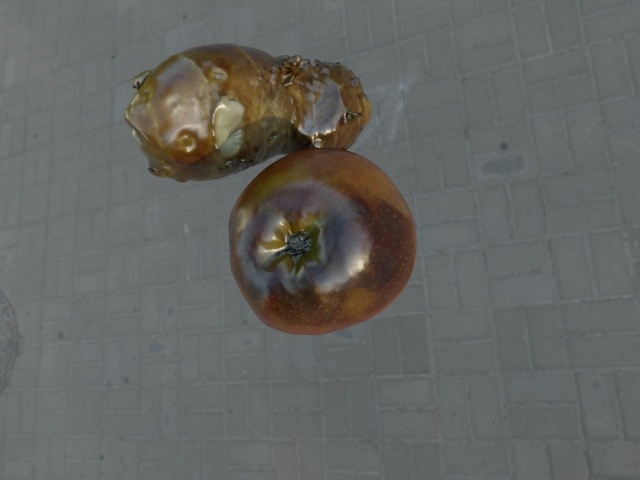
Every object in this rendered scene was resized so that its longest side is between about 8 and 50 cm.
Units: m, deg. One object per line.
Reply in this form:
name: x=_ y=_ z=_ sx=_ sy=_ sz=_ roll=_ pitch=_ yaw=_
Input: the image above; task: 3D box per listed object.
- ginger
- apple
ginger: x=-0.071 y=-0.186 z=0.702 sx=0.253 sy=0.418 sz=0.176 roll=6 pitch=107 yaw=26
apple: x=0.000 y=0.000 z=0.566 sx=0.229 sy=0.230 sz=0.230 roll=-5 pitch=78 yaw=22
